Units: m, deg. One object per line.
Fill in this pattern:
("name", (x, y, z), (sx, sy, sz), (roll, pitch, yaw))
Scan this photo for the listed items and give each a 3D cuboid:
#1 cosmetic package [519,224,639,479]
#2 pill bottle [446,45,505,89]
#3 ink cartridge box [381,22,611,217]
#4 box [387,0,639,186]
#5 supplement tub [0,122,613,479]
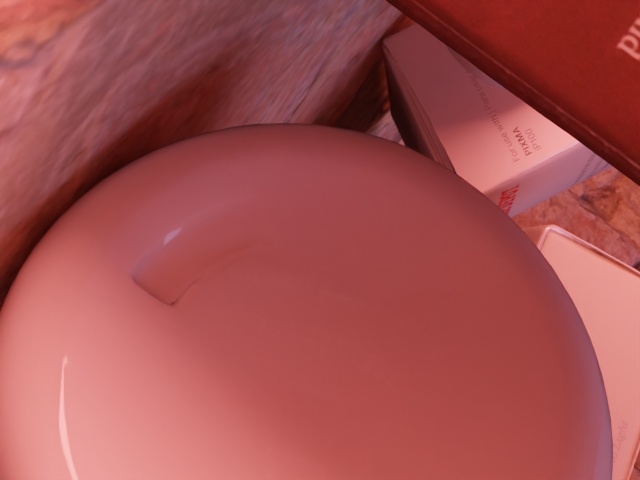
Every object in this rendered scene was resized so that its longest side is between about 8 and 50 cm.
("cosmetic package", (0.081, 0.086, 0.829), (0.309, 0.113, 0.160), (-1, -116, 66))
("pill bottle", (0.125, -0.161, 0.596), (0.117, 0.117, 0.208), (-46, 172, -27))
("ink cartridge box", (0.188, -0.119, 0.809), (0.283, 0.117, 0.207), (-27, 172, 1))
("box", (0.169, -0.054, 0.371), (0.143, 0.381, 0.191), (-53, 172, 16))
("supplement tub", (-0.036, 0.125, 0.580), (0.241, 0.241, 0.331), (-46, 171, -29))
